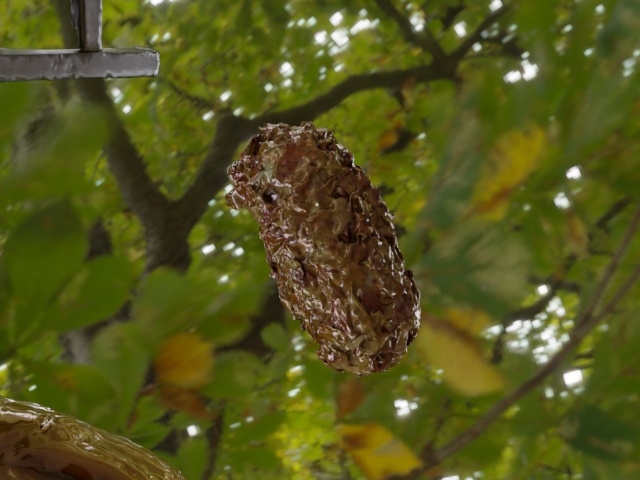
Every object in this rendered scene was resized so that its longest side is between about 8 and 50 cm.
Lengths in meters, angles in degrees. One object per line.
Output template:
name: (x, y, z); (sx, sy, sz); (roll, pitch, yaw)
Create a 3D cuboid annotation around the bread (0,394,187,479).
bread: (-0.274, 0.246, 1.009); (0.328, 0.148, 0.337); (20, -72, -12)

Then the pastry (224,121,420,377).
pastry: (0.002, -0.001, 0.851); (0.087, 0.063, 0.169); (-31, -102, 2)

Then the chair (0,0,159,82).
chair: (-0.298, -0.202, 0.896); (0.416, 0.203, 0.240); (-25, -54, -55)
